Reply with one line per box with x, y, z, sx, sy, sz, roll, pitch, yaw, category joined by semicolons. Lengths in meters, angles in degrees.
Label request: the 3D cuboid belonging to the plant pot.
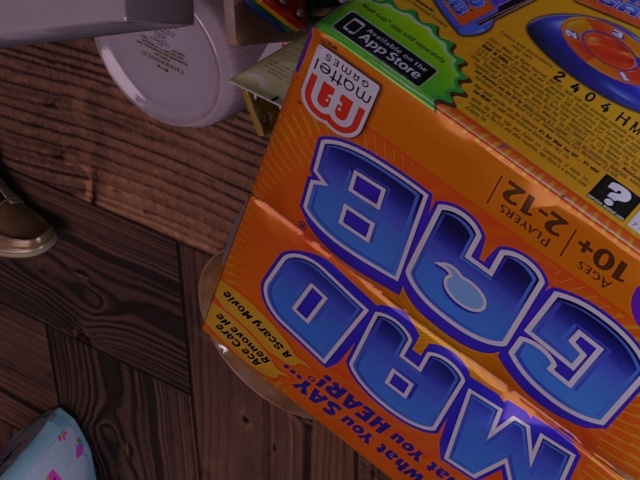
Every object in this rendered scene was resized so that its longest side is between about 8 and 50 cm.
-0.037;0.100;1.805;0.236;0.032;0.236;23;135;26;plant pot

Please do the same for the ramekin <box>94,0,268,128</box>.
-0.131;-0.210;1.579;0.207;0.109;0.207;24;135;27;ramekin

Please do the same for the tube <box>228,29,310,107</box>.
0.030;-0.169;1.367;0.070;0.240;0.062;-17;107;46;tube

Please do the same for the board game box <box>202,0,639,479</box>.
0.184;-0.022;1.257;0.356;0.356;0.356;37;139;13;board game box

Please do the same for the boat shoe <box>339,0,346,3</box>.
0.023;-0.242;1.480;0.100;0.035;0.035;40;112;15;boat shoe

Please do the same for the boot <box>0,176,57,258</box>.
-0.419;-0.080;1.966;0.213;0.077;0.165;26;134;28;boot

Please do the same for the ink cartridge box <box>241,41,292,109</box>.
0.017;-0.146;1.495;0.150;0.063;0.109;34;96;16;ink cartridge box

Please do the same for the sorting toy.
-0.025;-0.231;1.385;0.046;0.132;0.274;3;100;40;sorting toy

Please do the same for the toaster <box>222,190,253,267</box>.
0.000;0.000;1.626;0.186;0.110;0.168;43;140;11;toaster

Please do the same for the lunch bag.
-0.419;0.384;2.222;0.160;0.223;0.262;22;134;17;lunch bag

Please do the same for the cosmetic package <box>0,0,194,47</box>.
-0.253;-0.371;1.438;0.284;0.097;0.377;0;94;40;cosmetic package
